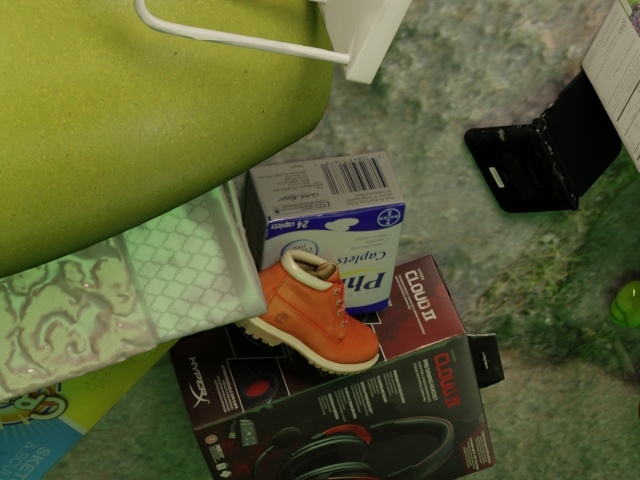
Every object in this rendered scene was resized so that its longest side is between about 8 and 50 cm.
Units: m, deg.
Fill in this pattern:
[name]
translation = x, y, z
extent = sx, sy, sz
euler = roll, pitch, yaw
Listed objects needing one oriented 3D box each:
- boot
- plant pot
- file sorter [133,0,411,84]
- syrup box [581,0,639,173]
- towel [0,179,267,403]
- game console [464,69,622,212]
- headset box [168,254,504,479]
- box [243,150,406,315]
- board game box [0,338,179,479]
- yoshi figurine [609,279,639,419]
[boot]
translation = 0.005, 0.061, 1.693
extent = 0.158, 0.059, 0.084
euler = 25, 117, -37
[plant pot]
translation = -0.152, -0.118, 1.356
extent = 0.293, 0.275, 0.274
euler = -10, 138, -28
[file sorter]
translation = -0.039, -0.273, 1.271
extent = 0.173, 0.277, 0.193
euler = 8, 131, -24
[syrup box]
translation = 0.310, -0.099, 1.623
extent = 0.093, 0.237, 0.096
euler = 4, 133, -25
[towel]
translation = -0.225, -0.036, 1.521
extent = 0.317, 0.053, 0.332
euler = -17, 116, -5
[game console]
translation = 0.199, -0.087, 1.760
extent = 0.107, 0.071, 0.122
euler = -3, 144, 25
[headset box]
translation = 0.029, 0.152, 1.865
extent = 0.293, 0.110, 0.218
euler = -19, 138, -3
[box]
translation = 0.000, 0.000, 1.723
extent = 0.126, 0.072, 0.137
euler = -8, 137, -14
[board game box]
translation = -0.278, 0.091, 1.708
extent = 0.242, 0.064, 0.316
euler = 24, 122, -39
[yoshi figurine]
translation = 0.395, 0.085, 1.893
extent = 0.204, 0.203, 0.362
euler = -5, 133, -8
